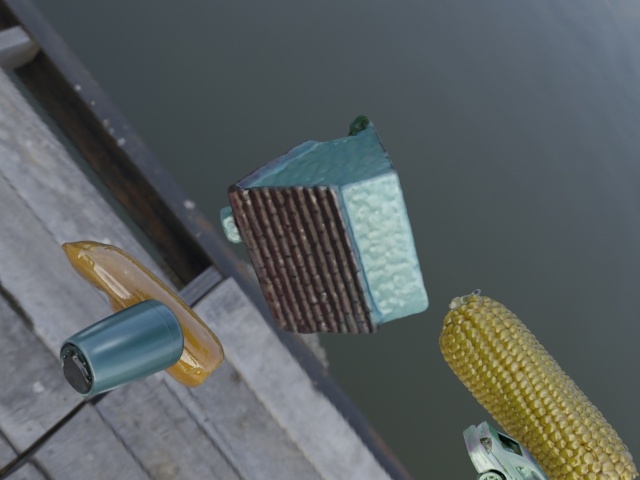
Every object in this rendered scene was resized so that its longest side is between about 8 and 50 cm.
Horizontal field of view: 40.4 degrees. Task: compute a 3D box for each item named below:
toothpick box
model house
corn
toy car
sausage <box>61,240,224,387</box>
[{"bbox_3d":[-0.324,0.177,1.410,0.184,0.120,0.120,-23,81,-45],"label":"toothpick box"},{"bbox_3d":[0.000,0.000,1.266,0.230,0.248,0.281,-103,177,-61],"label":"model house"},{"bbox_3d":[0.324,0.241,1.363,0.143,0.144,0.387,0,45,-44],"label":"corn"},{"bbox_3d":[0.271,0.337,1.145,0.224,0.076,0.090,52,8,-6],"label":"toy car"},{"bbox_3d":[-0.325,0.117,1.590,0.116,0.134,0.354,-43,100,-4],"label":"sausage"}]
